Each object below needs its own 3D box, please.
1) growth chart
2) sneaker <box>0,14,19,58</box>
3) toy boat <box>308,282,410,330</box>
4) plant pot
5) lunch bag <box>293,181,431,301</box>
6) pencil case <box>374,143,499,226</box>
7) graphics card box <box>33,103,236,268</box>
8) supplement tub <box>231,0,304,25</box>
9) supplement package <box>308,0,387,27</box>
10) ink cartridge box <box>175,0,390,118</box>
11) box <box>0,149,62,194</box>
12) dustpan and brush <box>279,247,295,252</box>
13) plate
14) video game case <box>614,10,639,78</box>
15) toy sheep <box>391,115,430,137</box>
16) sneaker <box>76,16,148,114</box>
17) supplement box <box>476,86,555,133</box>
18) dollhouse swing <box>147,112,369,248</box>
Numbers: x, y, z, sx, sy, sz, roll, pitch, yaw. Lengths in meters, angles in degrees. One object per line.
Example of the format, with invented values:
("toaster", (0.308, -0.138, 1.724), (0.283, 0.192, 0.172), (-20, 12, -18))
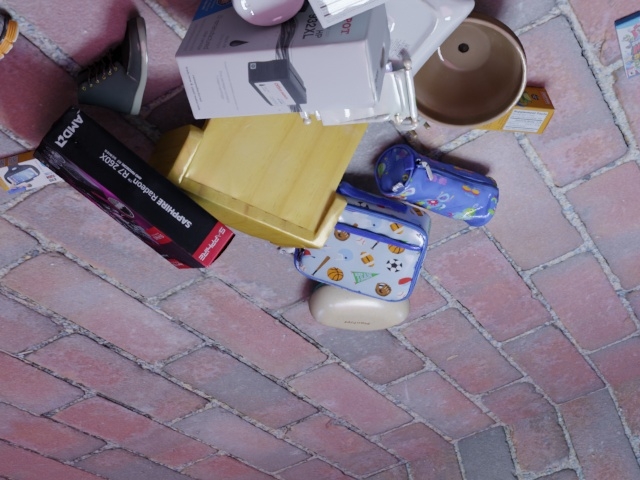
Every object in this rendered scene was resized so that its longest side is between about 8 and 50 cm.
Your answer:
("growth chart", (0.060, -0.273, 1.659), (0.237, 0.021, 0.172), (1, 134, 7))
("sneaker", (-0.606, -0.317, 1.557), (0.215, 0.084, 0.083), (-39, 134, 20))
("toy boat", (0.124, 0.115, 2.315), (0.268, 0.148, 0.318), (8, 148, -17))
("plant pot", (0.266, -0.335, 1.712), (0.238, 0.109, 0.237), (7, 134, 7))
("lunch bag", (0.086, -0.003, 2.046), (0.304, 0.115, 0.243), (16, 128, 3))
("pencil case", (0.264, -0.121, 2.024), (0.306, 0.119, 0.133), (16, 158, -35))
("graphics card box", (-0.352, -0.088, 1.707), (0.371, 0.094, 0.233), (41, 165, -16))
("supplement tub", (-0.092, -0.437, 1.432), (0.117, 0.190, 0.117), (-8, 145, -6))
("supplement package", (0.049, -0.482, 1.347), (0.204, 0.261, 0.145), (-21, 144, 12))
("ink cartridge box", (-0.053, -0.319, 1.503), (0.308, 0.223, 0.129), (-2, 131, 13))
("box", (-0.584, -0.141, 1.845), (0.136, 0.028, 0.081), (-13, 144, 6))
("dustpan and brush", (0.000, 0.000, 2.186), (0.211, 0.060, 0.147), (-24, 131, 7))
("plate", (0.080, -0.383, 1.602), (0.278, 0.045, 0.277), (29, 131, -16))
("video game case", (0.660, -0.402, 1.838), (0.119, 0.015, 0.166), (-21, 143, 14))
("toy sheep", (0.177, -0.262, 1.836), (0.091, 0.091, 0.132), (-12, 151, 1))
("sneaker", (-0.371, -0.306, 1.628), (0.118, 0.083, 0.222), (2, 143, -17))
("supplement box", (0.357, -0.274, 1.878), (0.234, 0.078, 0.080), (3, 139, -20))
("dollhouse swing", (-0.126, -0.185, 1.839), (0.347, 0.304, 0.315), (23, 172, -24))
